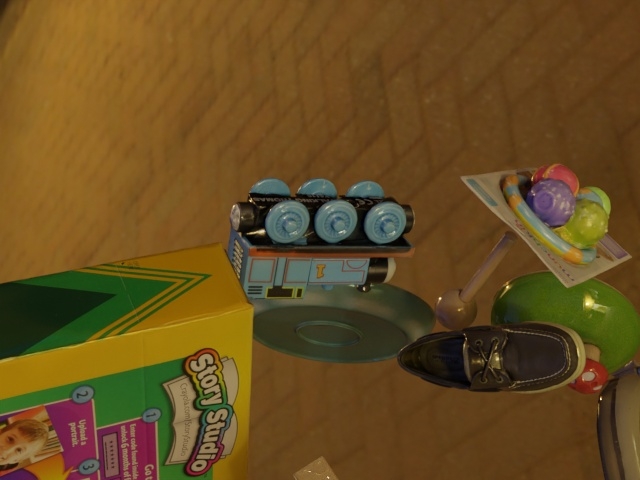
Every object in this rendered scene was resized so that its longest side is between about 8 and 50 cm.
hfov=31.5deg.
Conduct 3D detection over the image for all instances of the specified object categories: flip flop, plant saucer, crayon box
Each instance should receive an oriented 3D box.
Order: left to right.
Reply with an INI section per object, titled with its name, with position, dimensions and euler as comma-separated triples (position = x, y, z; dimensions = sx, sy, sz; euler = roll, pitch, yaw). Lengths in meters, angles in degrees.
[crayon box]
position = -0.225, 0.197, 1.034
dimensions = 0.106, 0.313, 0.363
euler = -125, 31, -46
[plant saucer]
position = 0.014, 0.126, 1.711
dimensions = 0.317, 0.318, 0.043
euler = -32, 45, 54
[flip flop]
position = 0.244, 0.221, 0.736
dimensions = 0.080, 0.112, 0.277
euler = -13, 80, 18

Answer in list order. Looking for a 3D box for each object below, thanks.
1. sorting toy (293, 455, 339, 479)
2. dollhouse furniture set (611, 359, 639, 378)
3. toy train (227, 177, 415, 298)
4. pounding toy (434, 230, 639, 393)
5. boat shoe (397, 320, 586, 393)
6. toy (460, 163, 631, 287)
[sorting toy]
position = 0.002, 0.386, 1.773
dimensions = 0.083, 0.062, 0.012
euler = 55, 152, 14
[dollhouse furniture set]
position = 0.658, 0.282, 2.108
dimensions = 0.184, 0.129, 0.129
euler = -39, 45, 50
[toy train]
position = 0.000, 0.000, 1.069
dimensions = 0.080, 0.184, 0.105
euler = -128, 44, -57
[pounding toy]
position = 0.262, 0.121, 1.349
dimensions = 0.183, 0.237, 0.110
euler = -49, 15, 48
[boat shoe]
position = 0.180, 0.132, 1.240
dimensions = 0.223, 0.073, 0.080
euler = -6, 89, 46
[toy]
position = 0.234, -0.033, 1.082
dimensions = 0.137, 0.237, 0.056
euler = 47, 111, 16
